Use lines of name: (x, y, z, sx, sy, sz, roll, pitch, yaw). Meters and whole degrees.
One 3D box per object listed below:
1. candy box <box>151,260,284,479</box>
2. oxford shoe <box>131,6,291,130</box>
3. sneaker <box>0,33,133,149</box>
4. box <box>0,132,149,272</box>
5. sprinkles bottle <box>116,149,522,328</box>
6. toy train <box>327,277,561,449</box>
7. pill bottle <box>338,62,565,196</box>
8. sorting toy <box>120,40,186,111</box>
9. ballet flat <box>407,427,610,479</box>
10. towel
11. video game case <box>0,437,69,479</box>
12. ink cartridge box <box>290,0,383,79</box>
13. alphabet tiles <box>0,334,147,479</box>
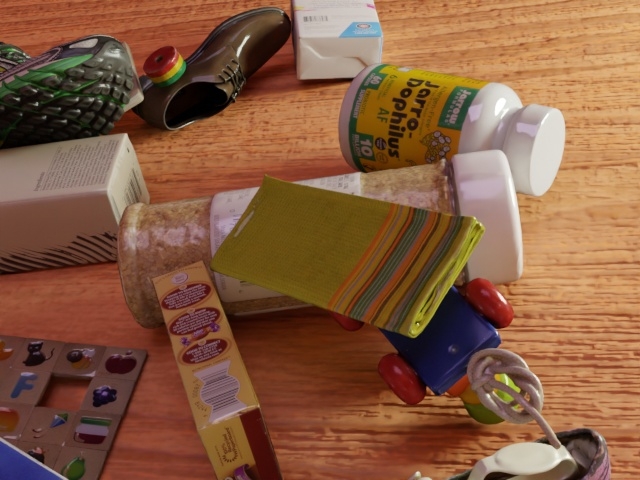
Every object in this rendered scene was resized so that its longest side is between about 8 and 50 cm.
candy box: (-0.084, 0.115, 0.839, 0.053, 0.109, 0.187, -20, 39, -9)
oxford shoe: (-0.116, -0.202, 1.269, 0.227, 0.083, 0.096, -39, 46, -12)
sneaker: (-0.348, -0.170, 1.143, 0.343, 0.134, 0.146, -11, 71, 32)
box: (-0.331, -0.033, 1.102, 0.275, 0.094, 0.113, -6, 38, 9)
sprinkles bottle: (0.000, 0.000, 0.947, 0.355, 0.121, 0.121, -8, 39, 6)
toy train: (0.115, 0.101, 0.784, 0.105, 0.143, 0.248, -41, 48, 0)
pill bottle: (0.132, -0.107, 1.045, 0.208, 0.118, 0.117, 16, 47, 31)
sorting toy: (-0.297, -0.180, 1.251, 0.274, 0.046, 0.132, -31, 42, 7)
ballet flat: (0.104, 0.185, 0.723, 0.221, 0.079, 0.077, -22, 42, -11)
towel: (0.010, 0.005, 0.806, 0.237, 0.021, 0.102, 15, 63, 46)
video game case: (-0.227, 0.197, 0.669, 0.269, 0.244, 0.061, 19, 49, 34)
ink cartridge box: (0.016, -0.276, 1.318, 0.104, 0.062, 0.181, -1, 39, -4)
alphabet tiles: (-0.291, 0.156, 0.898, 0.237, 0.009, 0.198, 5, 41, 8)
